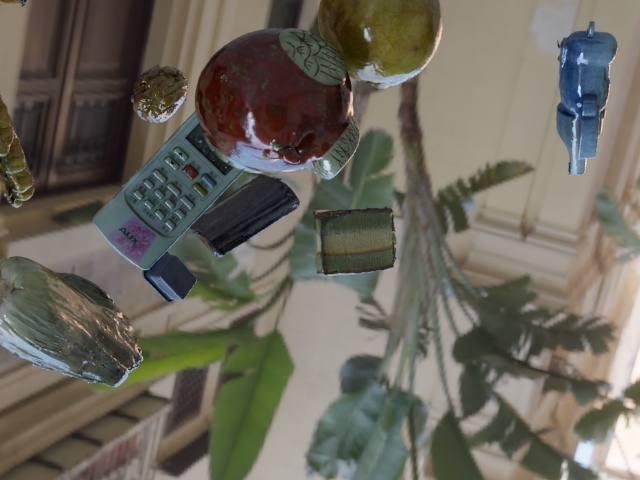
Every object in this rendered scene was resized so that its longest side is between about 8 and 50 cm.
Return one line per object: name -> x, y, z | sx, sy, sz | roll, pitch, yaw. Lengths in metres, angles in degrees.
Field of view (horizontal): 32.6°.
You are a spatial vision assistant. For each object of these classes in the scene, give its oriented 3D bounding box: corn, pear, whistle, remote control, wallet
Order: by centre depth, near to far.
corn -> -0.350, 0.115, 1.485 | 0.123, 0.122, 0.305 | 41, 179, 28
pear -> 0.098, -0.344, 1.740 | 0.208, 0.209, 0.209 | 12, -168, -3
whistle -> 0.430, -0.230, 1.780 | 0.093, 0.269, 0.180 | 2, -144, 12
remote control -> -0.258, -0.107, 2.012 | 0.145, 0.344, 0.050 | 43, -178, -9
wallet -> -0.176, -0.059, 2.437 | 0.221, 0.071, 0.262 | -36, -158, -9

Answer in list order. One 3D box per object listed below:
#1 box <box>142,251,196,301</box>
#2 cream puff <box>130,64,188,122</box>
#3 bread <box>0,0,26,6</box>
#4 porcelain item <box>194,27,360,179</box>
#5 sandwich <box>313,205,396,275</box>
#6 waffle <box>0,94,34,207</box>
box -> -0.296, 0.072, 2.175 | 0.054, 0.074, 0.099 | 8, 145, 48
cream puff -> -0.326, -0.302, 2.226 | 0.104, 0.119, 0.133 | 40, -122, 0
bread -> -0.422, -0.417, 1.552 | 0.169, 0.140, 0.160 | 4, 164, 20
porcelain item -> -0.059, -0.184, 1.622 | 0.252, 0.253, 0.253 | 12, -168, -3
sandwich -> 0.000, 0.000, 1.351 | 0.113, 0.079, 0.163 | -4, -177, -36
waffle -> -0.573, -0.201, 1.907 | 0.062, 0.329, 0.329 | -23, -156, -16
